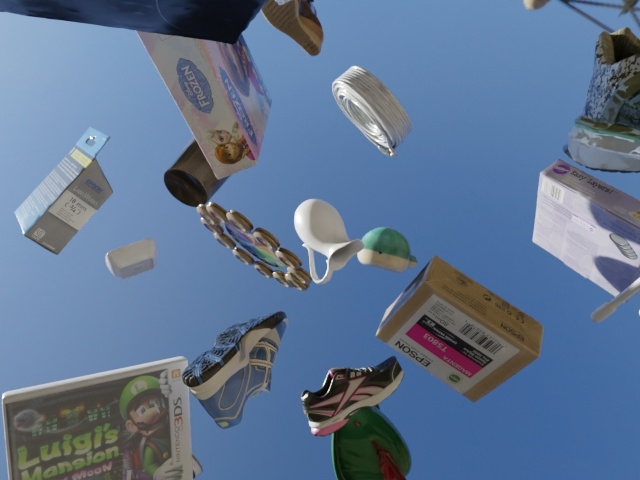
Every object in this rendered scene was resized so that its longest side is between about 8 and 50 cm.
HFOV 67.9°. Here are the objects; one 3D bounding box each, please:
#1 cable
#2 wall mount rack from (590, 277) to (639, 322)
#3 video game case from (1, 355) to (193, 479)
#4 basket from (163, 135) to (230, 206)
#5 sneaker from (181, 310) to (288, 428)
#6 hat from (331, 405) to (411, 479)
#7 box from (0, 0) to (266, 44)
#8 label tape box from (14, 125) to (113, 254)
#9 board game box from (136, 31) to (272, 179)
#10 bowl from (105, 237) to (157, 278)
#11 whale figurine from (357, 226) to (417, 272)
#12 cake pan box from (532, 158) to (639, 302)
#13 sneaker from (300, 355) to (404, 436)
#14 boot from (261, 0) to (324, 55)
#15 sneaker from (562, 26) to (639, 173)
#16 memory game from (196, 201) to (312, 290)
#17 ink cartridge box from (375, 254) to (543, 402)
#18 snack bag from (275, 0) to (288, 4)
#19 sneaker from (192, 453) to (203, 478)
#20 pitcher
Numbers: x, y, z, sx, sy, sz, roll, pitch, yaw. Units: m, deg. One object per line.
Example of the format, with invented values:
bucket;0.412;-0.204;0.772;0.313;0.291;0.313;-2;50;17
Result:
cable;0.145;-0.370;1.334;0.089;0.257;0.257;-45;-103;-1
wall mount rack;0.531;-0.018;0.708;0.350;0.131;0.303;5;-87;-38
video game case;-0.243;0.236;0.543;0.191;0.022;0.173;-5;-83;-33
basket;-0.303;-0.210;1.274;0.154;0.204;0.226;41;-132;-18
sneaker;-0.096;0.155;0.610;0.081;0.080;0.211;66;-155;-7
hat;0.138;0.353;0.790;0.173;0.184;0.208;13;-110;-52
box;-0.218;-0.322;0.209;0.480;0.472;0.297;-1;-81;-22
label tape box;-0.691;-0.149;1.340;0.333;0.106;0.241;-52;-139;-9
board game box;-0.173;-0.297;0.700;0.066;0.318;0.318;-19;-149;10
bowl;-0.533;0.059;1.361;0.142;0.142;0.053;-21;-107;-25
whale figurine;0.231;0.031;1.628;0.216;0.272;0.141;13;-90;18
cake pan box;0.584;-0.021;1.030;0.070;0.245;0.267;-34;-133;-12
sneaker;0.049;0.228;0.748;0.178;0.072;0.077;-30;-90;-18
boot;-0.080;-0.593;1.181;0.090;0.248;0.206;-25;-132;22
sneaker;0.381;-0.152;0.440;0.158;0.410;0.181;-16;-74;-9
memory game;-0.090;0.012;0.640;0.186;0.186;0.012;33;-109;7
ink cartridge box;0.251;0.169;0.886;0.235;0.193;0.088;33;-139;4
snack bag;0.044;-0.653;0.903;0.323;0.037;0.342;-7;-97;28
sneaker;-0.407;0.571;1.121;0.153;0.282;0.099;-41;-73;-50
pitcher;0.000;0.000;1.298;0.126;0.177;0.207;17;-153;-50
